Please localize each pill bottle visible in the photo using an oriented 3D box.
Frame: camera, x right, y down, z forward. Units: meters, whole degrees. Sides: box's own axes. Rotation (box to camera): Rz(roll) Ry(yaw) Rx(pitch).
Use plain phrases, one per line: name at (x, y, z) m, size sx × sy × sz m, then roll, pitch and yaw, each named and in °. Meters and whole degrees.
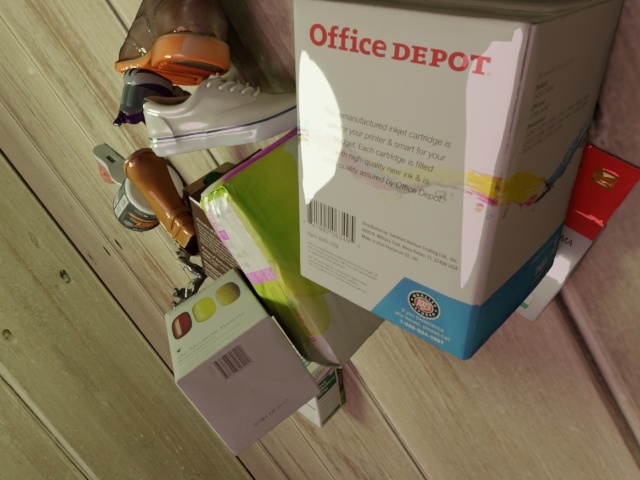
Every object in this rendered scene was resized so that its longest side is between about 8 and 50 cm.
pill bottle at (-0.427, -0.096, 1.263) m, size 0.130 × 0.130 × 0.246 m, roll 55°, pitch 150°, yaw -8°

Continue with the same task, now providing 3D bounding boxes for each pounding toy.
pounding toy at (-0.184, -0.073, 0.976) m, size 0.100 × 0.130 × 0.141 m, roll 24°, pitch 141°, yaw 36°

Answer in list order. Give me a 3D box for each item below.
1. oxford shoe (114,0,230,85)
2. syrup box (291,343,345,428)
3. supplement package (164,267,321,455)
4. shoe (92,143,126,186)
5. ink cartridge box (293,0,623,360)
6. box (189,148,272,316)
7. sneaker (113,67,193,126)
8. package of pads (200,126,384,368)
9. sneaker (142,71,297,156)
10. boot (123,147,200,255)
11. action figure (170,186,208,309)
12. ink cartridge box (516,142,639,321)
oxford shoe at (-0.234, -0.322, 0.818) m, size 0.364 × 0.130 × 0.132 m, roll 16°, pitch 103°, yaw 52°
syrup box at (-0.013, 0.330, 1.232) m, size 0.096 × 0.093 × 0.236 m, roll 28°, pitch 143°, yaw 32°
supplement package at (-0.123, 0.155, 0.742) m, size 0.133 × 0.139 × 0.244 m, roll 59°, pitch 169°, yaw -20°
shoe at (-0.542, -0.178, 1.389) m, size 0.178 × 0.063 × 0.081 m, roll 41°, pitch 150°, yaw 23°
ink cartridge box at (0.112, -0.082, 0.478) m, size 0.198 × 0.197 × 0.270 m, roll 25°, pitch 130°, yaw 35°
box at (-0.098, -0.009, 0.898) m, size 0.167 × 0.168 × 0.203 m, roll 34°, pitch 146°, yaw 23°
sneaker at (-0.218, -0.184, 0.828) m, size 0.224 × 0.098 × 0.083 m, roll 19°, pitch 179°, yaw -44°
package of pads at (0.000, 0.000, 0.725) m, size 0.101 × 0.229 × 0.296 m, roll -11°, pitch 115°, yaw 56°
sneaker at (-0.126, -0.183, 0.717) m, size 0.258 × 0.094 × 0.091 m, roll -11°, pitch 117°, yaw 7°
boot at (-0.268, -0.065, 0.927) m, size 0.152 × 0.073 × 0.197 m, roll 53°, pitch 169°, yaw 21°
action figure at (-0.268, 0.021, 1.180) m, size 0.164 × 0.141 × 0.275 m, roll -161°, pitch 76°, yaw -80°
ink cartridge box at (0.216, -0.028, 0.593) m, size 0.181 × 0.056 × 0.224 m, roll 36°, pitch 148°, yaw 21°
